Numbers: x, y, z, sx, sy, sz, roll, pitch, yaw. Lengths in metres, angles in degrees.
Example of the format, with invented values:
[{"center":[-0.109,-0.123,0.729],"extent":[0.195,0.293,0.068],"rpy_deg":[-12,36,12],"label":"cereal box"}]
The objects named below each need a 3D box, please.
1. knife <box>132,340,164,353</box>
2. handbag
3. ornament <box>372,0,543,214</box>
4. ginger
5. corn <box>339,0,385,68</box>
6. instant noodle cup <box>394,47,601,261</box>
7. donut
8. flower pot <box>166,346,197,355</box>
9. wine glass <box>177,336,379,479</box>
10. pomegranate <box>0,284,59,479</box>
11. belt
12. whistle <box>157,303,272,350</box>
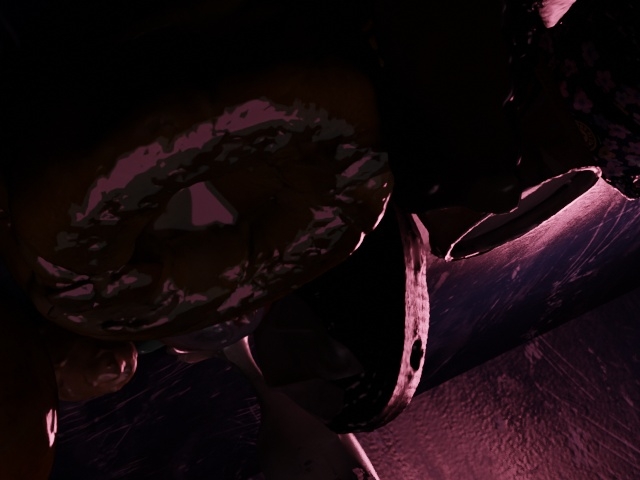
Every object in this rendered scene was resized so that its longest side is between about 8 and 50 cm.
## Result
[{"center":[-0.243,0.142,2.138],"extent":[0.063,0.034,0.260],"rpy_deg":[-9,160,-42],"label":"knife"},{"center":[0.319,-0.152,1.739],"extent":[0.127,0.228,0.208],"rpy_deg":[-43,178,-25],"label":"handbag"},{"center":[0.135,-0.165,1.346],"extent":[0.106,0.251,0.260],"rpy_deg":[3,-159,21],"label":"ornament"},{"center":[-0.245,0.124,1.865],"extent":[0.193,0.123,0.115],"rpy_deg":[-26,131,-66],"label":"ginger"},{"center":[0.016,-0.147,1.492],"extent":[0.086,0.086,0.288],"rpy_deg":[-16,164,-40],"label":"corn"},{"center":[0.143,-0.108,1.611],"extent":[0.217,0.207,0.217],"rpy_deg":[-27,165,-8],"label":"instant noodle cup"},{"center":[-0.108,-0.056,1.358],"extent":[0.360,0.170,0.360],"rpy_deg":[-18,152,-10],"label":"donut"},{"center":[-0.148,0.047,1.814],"extent":[0.103,0.108,0.229],"rpy_deg":[-28,165,-2],"label":"flower pot"},{"center":[-0.052,0.240,2.261],"extent":[0.143,0.321,0.143],"rpy_deg":[-34,169,-8],"label":"wine glass"},{"center":[-0.348,0.131,1.358],"extent":[0.307,0.307,0.307],"rpy_deg":[-26,166,-7],"label":"pomegranate"},{"center":[0.020,0.067,1.844],"extent":[0.184,0.289,0.164],"rpy_deg":[-7,171,15],"label":"belt"},{"center":[-0.073,-0.012,1.631],"extent":[0.348,0.189,0.189],"rpy_deg":[-37,172,-30],"label":"whistle"}]
